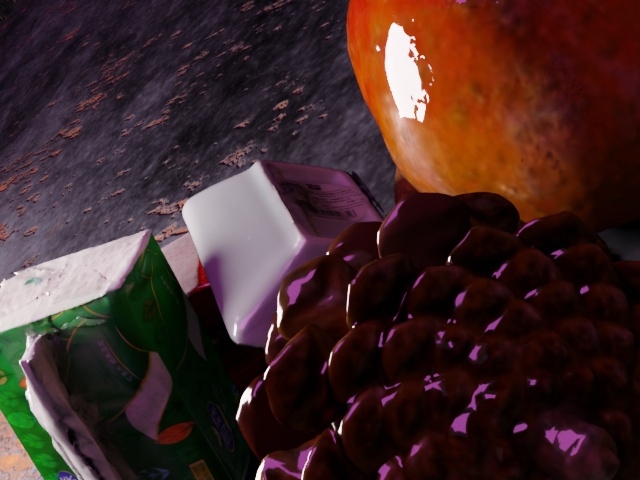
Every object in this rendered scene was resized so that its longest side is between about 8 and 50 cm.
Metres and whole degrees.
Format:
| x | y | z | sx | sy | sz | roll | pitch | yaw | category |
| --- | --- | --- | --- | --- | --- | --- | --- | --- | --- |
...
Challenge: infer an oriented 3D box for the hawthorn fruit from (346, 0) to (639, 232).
| x | y | z | sx | sy | sz | roll | pitch | yaw | category |
| --- | --- | --- | --- | --- | --- | --- | --- | --- | --- |
| 0.146 | -0.134 | 0.804 | 0.284 | 0.284 | 0.284 | -32 | 32 | 24 | hawthorn fruit |

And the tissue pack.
| x | y | z | sx | sy | sz | roll | pitch | yaw | category |
| --- | --- | --- | --- | --- | --- | --- | --- | --- | --- |
| -0.166 | 0.130 | 0.868 | 0.148 | 0.209 | 0.156 | -16 | 25 | 18 | tissue pack |

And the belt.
| x | y | z | sx | sy | sz | roll | pitch | yaw | category |
| --- | --- | --- | --- | --- | --- | --- | --- | --- | --- |
| -0.107 | 0.067 | 1.003 | 0.201 | 0.128 | 0.124 | -30 | 31 | 12 | belt |

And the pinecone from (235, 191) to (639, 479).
| x | y | z | sx | sy | sz | roll | pitch | yaw | category |
| --- | --- | --- | --- | --- | --- | --- | --- | --- | --- |
| 0.078 | 0.103 | 0.620 | 0.264 | 0.264 | 0.264 | -32 | 32 | 24 | pinecone |

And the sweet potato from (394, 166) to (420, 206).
| x | y | z | sx | sy | sz | roll | pitch | yaw | category |
| --- | --- | --- | --- | --- | --- | --- | --- | --- | --- |
| 0.115 | -0.009 | 0.886 | 0.078 | 0.058 | 0.255 | -30 | 31 | -13 | sweet potato |

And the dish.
| x | y | z | sx | sy | sz | roll | pitch | yaw | category |
| --- | --- | --- | --- | --- | --- | --- | --- | --- | --- |
| 0.000 | 0.000 | 0.887 | 0.243 | 0.182 | 0.080 | -123 | 42 | -60 | dish |
